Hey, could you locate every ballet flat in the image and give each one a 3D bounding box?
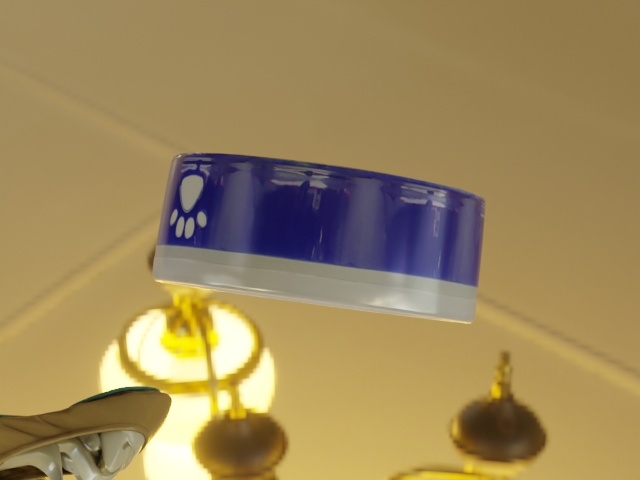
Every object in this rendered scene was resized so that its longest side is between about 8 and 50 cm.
[{"bbox_3d":[-0.196,0.162,1.222,0.232,0.080,0.073,-5,-126,-44],"label":"ballet flat"}]

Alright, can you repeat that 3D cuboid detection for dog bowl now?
[{"bbox_3d":[0.000,0.000,1.342,0.265,0.104,0.265,7,177,0],"label":"dog bowl"}]
